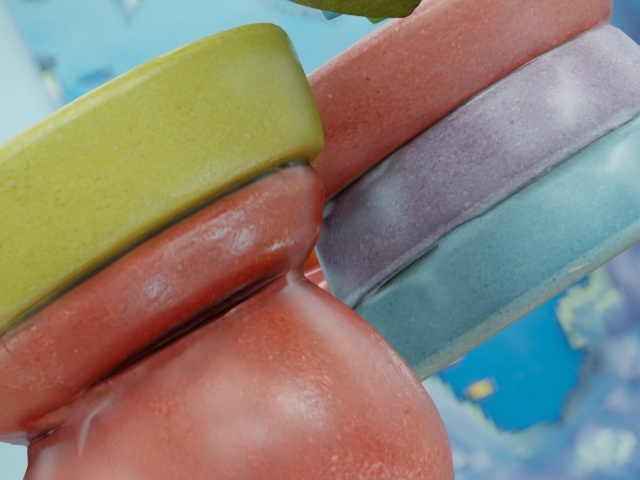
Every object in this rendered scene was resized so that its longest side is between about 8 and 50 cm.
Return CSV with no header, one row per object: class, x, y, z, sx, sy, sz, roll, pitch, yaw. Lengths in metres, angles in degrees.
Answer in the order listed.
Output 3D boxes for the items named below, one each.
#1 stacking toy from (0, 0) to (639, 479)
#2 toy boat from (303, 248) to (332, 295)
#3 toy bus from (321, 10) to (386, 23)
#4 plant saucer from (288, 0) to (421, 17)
stacking toy,-0.026,0.047,0.570,0.279,0.130,0.309,-36,-5,37
toy boat,0.000,0.000,1.264,0.231,0.151,0.151,-28,1,-38
toy bus,0.037,-0.267,1.349,0.104,0.191,0.202,-20,30,34
plant saucer,-0.027,-0.141,0.423,0.045,0.188,0.188,-36,-2,-20
